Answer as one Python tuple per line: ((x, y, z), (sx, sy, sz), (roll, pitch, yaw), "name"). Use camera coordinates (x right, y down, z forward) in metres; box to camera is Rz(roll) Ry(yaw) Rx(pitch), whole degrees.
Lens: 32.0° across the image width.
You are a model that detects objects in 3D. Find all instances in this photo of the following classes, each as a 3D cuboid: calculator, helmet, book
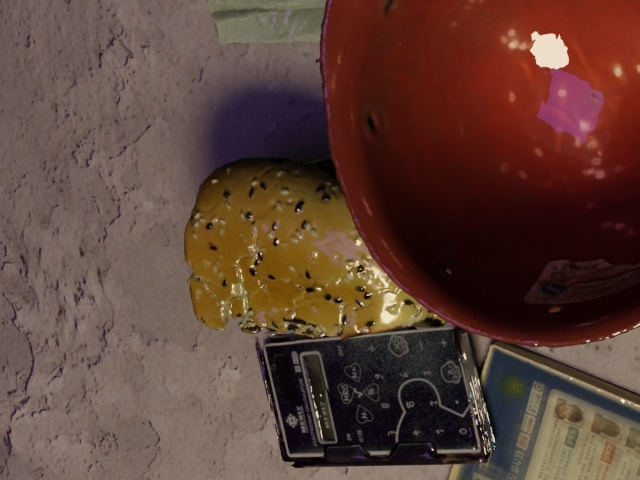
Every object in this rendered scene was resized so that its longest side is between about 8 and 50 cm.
((0.054, 0.168, 1.225), (0.274, 0.028, 0.166), (-9, 99, 33), "calculator")
((0.197, -0.118, 0.946), (0.337, 0.230, 0.385), (-36, 80, 30), "helmet")
((0.296, 0.258, 1.148), (0.322, 0.018, 0.228), (23, 116, 19), "book")

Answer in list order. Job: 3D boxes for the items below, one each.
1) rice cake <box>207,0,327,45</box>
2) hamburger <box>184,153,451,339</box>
((-0.017, -0.237, 1.125), (0.226, 0.040, 0.085), (3, 109, 26), "rice cake")
((0.000, 0.000, 1.122), (0.288, 0.167, 0.192), (0, 110, 27), "hamburger")
